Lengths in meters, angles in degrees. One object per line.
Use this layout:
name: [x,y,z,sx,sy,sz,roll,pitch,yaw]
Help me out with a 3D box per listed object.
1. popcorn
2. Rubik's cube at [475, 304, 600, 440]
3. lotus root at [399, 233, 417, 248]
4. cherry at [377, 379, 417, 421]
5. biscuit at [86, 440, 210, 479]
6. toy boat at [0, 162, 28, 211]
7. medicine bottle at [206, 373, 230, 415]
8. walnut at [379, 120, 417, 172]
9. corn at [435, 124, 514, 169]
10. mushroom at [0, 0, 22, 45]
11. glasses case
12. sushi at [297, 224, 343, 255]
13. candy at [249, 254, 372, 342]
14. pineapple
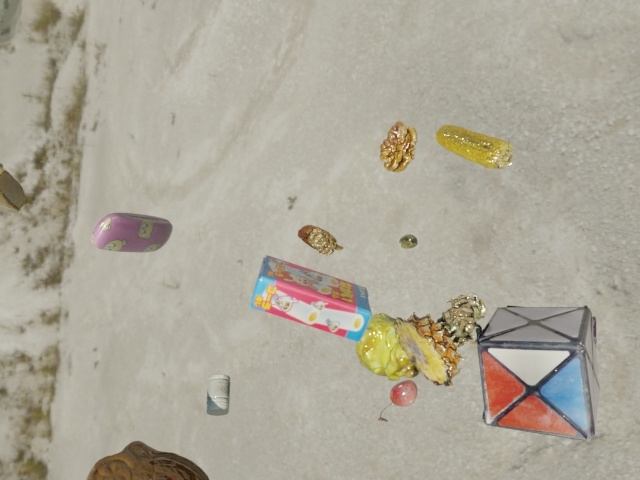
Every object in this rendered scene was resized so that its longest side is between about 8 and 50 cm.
popcorn: [0.267,0.399,1.928,0.276,0.276,0.225,6,76,66]
Rubik's cube: [0.667,0.387,1.601,0.307,0.310,0.305,-4,103,33]
lotus root: [0.323,0.004,1.905,0.054,0.049,0.099,64,159,-4]
cherry: [0.305,0.624,2.041,0.090,0.107,0.225,51,129,35]
biscuit: [-0.316,0.496,0.963,0.049,0.257,0.273,-55,8,21]
toy boat: [-0.761,-0.130,1.246,0.064,0.072,0.206,-57,-2,-27]
medicine bottle: [-0.260,0.394,1.339,0.058,0.058,0.091,124,149,-50]
walnut: [0.272,-0.313,1.778,0.069,0.143,0.170,23,100,51]
corn: [0.554,-0.341,1.905,0.318,0.115,0.115,33,119,43]
mushroom: [-0.575,-0.406,0.906,0.118,0.103,0.270,52,145,-2]
glasses case: [-0.586,-0.023,1.660,0.076,0.316,0.123,38,101,18]
sushi: [0.000,0.000,1.218,0.052,0.120,0.055,-53,43,-2]
candy: [-0.024,0.152,1.391,0.157,0.306,0.100,-92,21,-71]
pineapple: [0.411,0.278,1.641,0.262,0.272,0.262,48,158,26]
